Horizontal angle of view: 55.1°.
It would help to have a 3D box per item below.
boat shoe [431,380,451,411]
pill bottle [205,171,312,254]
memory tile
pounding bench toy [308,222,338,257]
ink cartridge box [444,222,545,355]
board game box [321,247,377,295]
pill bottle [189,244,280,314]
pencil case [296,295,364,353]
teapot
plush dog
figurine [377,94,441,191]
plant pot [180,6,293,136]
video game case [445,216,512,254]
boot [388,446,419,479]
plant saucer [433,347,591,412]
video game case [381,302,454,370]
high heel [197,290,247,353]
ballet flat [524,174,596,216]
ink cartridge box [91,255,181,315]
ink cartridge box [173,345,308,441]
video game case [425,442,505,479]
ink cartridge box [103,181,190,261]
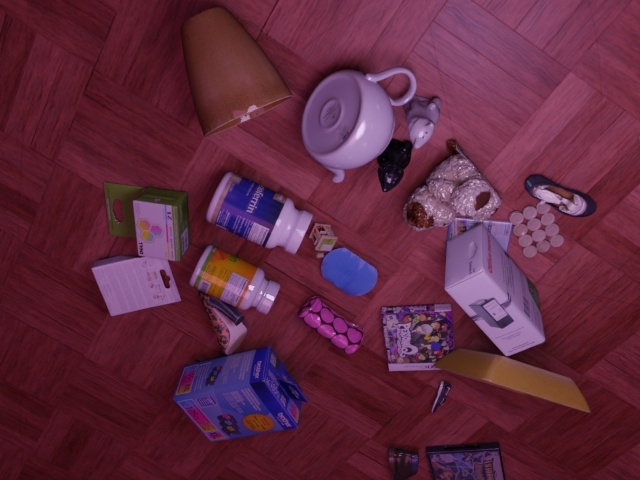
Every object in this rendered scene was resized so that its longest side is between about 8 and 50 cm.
[{"bbox_3d":[0.390,0.508,1.984,0.038,0.046,0.125,16,114,6],"label":"boat shoe"},{"bbox_3d":[-0.165,-0.069,1.681,0.265,0.153,0.153,24,121,-5],"label":"pill bottle"},{"bbox_3d":[0.577,-0.029,1.641,0.113,0.012,0.148,-25,113,12],"label":"memory tile"},{"bbox_3d":[0.000,0.000,1.740,0.052,0.065,0.083,5,127,-31],"label":"pounding bench toy"},{"bbox_3d":[0.461,0.129,1.636,0.121,0.211,0.289,-31,114,31],"label":"ink cartridge box"},{"bbox_3d":[0.086,0.087,1.799,0.169,0.033,0.133,34,125,-4],"label":"board game box"},{"bbox_3d":[-0.250,0.123,1.819,0.246,0.136,0.136,26,121,-6],"label":"pill bottle"},{"bbox_3d":[0.033,0.253,1.874,0.209,0.098,0.095,38,164,-13],"label":"pencil case"},{"bbox_3d":[0.092,-0.283,1.491,0.187,0.252,0.256,13,172,-42],"label":"teapot"},{"bbox_3d":[0.306,-0.111,1.555,0.225,0.262,0.210,-38,74,17],"label":"plush dog"},{"bbox_3d":[0.211,-0.236,1.480,0.092,0.209,0.215,29,121,-7],"label":"figurine"},{"bbox_3d":[-0.223,-0.413,1.468,0.237,0.237,0.254,-20,100,21],"label":"plant pot"},{"bbox_3d":[0.434,-0.006,1.689,0.166,0.015,0.119,5,122,7],"label":"video game case"},{"bbox_3d":[0.302,0.824,2.164,0.106,0.082,0.219,-3,118,15],"label":"boot"},{"bbox_3d":[0.541,0.386,1.754,0.333,0.333,0.081,19,81,-13],"label":"plant saucer"},{"bbox_3d":[0.301,0.299,1.877,0.210,0.042,0.232,-4,119,11],"label":"video game case"},{"bbox_3d":[-0.326,0.252,1.967,0.186,0.093,0.261,39,142,19],"label":"high heel"},{"bbox_3d":[0.615,-0.103,1.566,0.203,0.074,0.074,25,121,-5],"label":"ballet flat"},{"bbox_3d":[-0.580,0.131,1.948,0.232,0.066,0.189,-14,118,-6],"label":"ink cartridge box"},{"bbox_3d":[-0.236,0.504,2.015,0.395,0.151,0.270,-17,126,17],"label":"ink cartridge box"},{"bbox_3d":[0.516,0.821,2.150,0.248,0.035,0.275,-8,118,15],"label":"video game case"},{"bbox_3d":[-0.519,-0.055,1.788,0.255,0.097,0.188,7,121,5],"label":"ink cartridge box"}]
